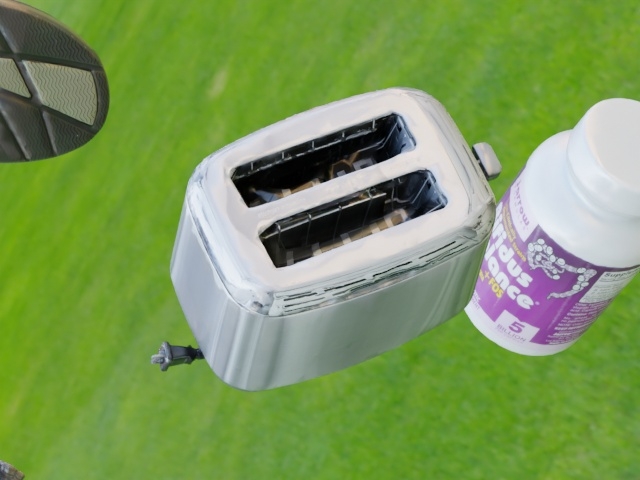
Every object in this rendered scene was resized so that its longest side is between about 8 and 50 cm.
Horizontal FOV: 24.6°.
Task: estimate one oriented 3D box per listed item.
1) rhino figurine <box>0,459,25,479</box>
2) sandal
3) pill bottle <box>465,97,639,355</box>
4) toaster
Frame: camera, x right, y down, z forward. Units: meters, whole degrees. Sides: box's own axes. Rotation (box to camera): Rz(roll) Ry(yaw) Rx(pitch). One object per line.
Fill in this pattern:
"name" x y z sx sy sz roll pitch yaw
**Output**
"rhino figurine" -0.275 0.210 1.107 0.073 0.243 0.106 12 63 36
"sandal" -0.299 -0.130 1.062 0.086 0.303 0.120 -72 -12 -67
"pill bottle" 0.275 -0.014 1.594 0.301 0.169 0.169 118 165 -51
"toaster" 0.000 0.000 0.888 0.146 0.227 0.129 106 142 -63
